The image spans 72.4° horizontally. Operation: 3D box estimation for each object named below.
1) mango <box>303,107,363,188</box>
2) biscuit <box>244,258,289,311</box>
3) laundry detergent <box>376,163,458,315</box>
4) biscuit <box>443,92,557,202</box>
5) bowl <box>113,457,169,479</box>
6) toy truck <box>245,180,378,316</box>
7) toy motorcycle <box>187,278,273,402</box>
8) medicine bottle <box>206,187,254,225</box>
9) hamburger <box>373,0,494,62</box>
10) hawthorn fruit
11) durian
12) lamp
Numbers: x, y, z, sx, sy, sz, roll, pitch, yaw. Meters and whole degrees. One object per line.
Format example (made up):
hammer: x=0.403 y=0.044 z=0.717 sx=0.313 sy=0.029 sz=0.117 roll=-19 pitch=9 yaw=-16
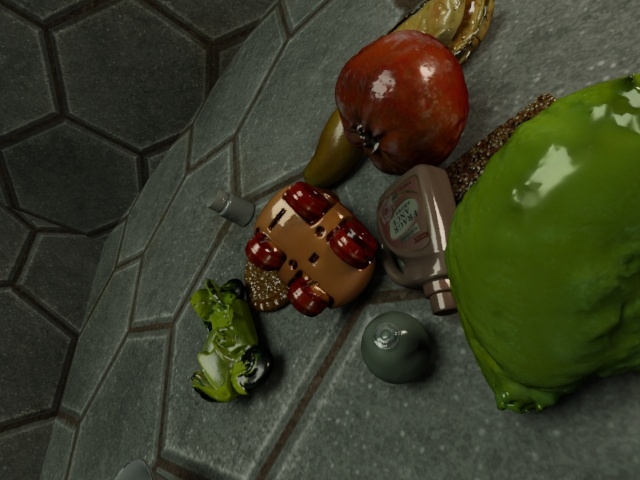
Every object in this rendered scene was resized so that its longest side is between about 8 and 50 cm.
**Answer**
mango: x=0.036 y=-0.210 z=1.019 sx=0.227 sy=0.099 sz=0.136 roll=-52 pitch=38 yaw=30
biscuit: x=-0.104 y=0.031 z=1.089 sx=0.305 sy=0.038 sz=0.305 roll=-33 pitch=44 yaw=38
laundry detergent: x=0.157 y=0.014 z=0.714 sx=0.171 sy=0.076 sz=0.237 roll=-41 pitch=47 yaw=53
biscuit: x=0.277 y=-0.116 z=0.684 sx=0.237 sy=0.026 sz=0.131 roll=-39 pitch=38 yaw=31
bowl: x=-0.345 y=0.637 z=0.881 sx=0.345 sy=0.157 sz=0.345 roll=-34 pitch=43 yaw=38
toy truck: x=0.000 y=0.000 z=0.866 sx=0.265 sy=0.239 sz=0.189 roll=44 pitch=108 yaw=12
toy motorcycle: x=-0.222 y=0.239 z=1.021 sx=0.206 sy=0.142 sz=0.342 roll=-37 pitch=40 yaw=2
medicine bottle: x=-0.274 y=-0.103 z=1.331 sx=0.080 sy=0.130 sz=0.080 roll=-34 pitch=42 yaw=37
hamburger: x=0.224 y=-0.392 z=0.882 sx=0.262 sy=0.124 sz=0.130 roll=-20 pitch=70 yaw=52
hawthorn fruit: x=0.167 y=-0.257 z=0.774 sx=0.271 sy=0.242 sz=0.242 roll=-46 pitch=31 yaw=-13
durian: x=0.250 y=0.009 z=0.439 sx=0.256 sy=0.339 sz=0.204 roll=-18 pitch=29 yaw=18
lamp: x=0.111 y=0.158 z=0.647 sx=0.105 sy=0.105 sz=0.105 roll=-33 pitch=43 yaw=38
